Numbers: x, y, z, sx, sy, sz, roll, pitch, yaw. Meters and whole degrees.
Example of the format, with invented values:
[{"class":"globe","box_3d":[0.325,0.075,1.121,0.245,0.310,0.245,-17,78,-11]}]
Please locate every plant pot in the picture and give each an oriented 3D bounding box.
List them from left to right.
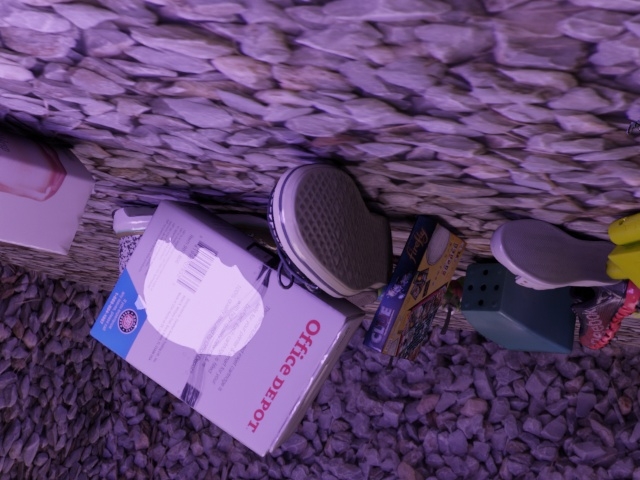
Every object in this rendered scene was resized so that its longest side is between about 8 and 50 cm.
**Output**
[{"class":"plant pot","box_3d":[0.415,0.132,1.777,0.234,0.165,0.166,24,162,-38]}]

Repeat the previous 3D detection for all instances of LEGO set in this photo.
[{"class":"LEGO set","box_3d":[0.348,-0.123,0.824,0.083,0.023,0.054,-5,172,-2]}]

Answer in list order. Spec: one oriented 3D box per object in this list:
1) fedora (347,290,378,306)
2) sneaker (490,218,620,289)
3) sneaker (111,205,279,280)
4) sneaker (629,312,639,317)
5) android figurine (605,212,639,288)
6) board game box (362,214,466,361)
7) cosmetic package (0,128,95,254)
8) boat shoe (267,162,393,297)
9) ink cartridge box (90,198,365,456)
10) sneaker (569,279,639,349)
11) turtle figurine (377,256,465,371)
[{"class":"fedora","box_3d":[0.031,0.087,1.661,0.244,0.124,0.275,-19,172,-15]},{"class":"sneaker","box_3d":[0.364,0.038,1.429,0.293,0.108,0.169,13,165,-32]},{"class":"sneaker","box_3d":[-0.224,0.040,1.657,0.410,0.182,0.158,4,170,9]},{"class":"sneaker","box_3d":[0.732,0.118,1.696,0.126,0.091,0.240,-1,180,-19]},{"class":"android figurine","box_3d":[0.537,0.056,1.221,0.248,0.056,0.273,45,167,-2]},{"class":"board game box","box_3d":[0.171,0.091,1.476,0.042,0.243,0.165,23,178,30]},{"class":"cosmetic package","box_3d":[-0.493,-0.092,1.168,0.296,0.129,0.153,16,-166,-40]},{"class":"boat shoe","box_3d":[0.000,0.000,1.297,0.156,0.186,0.500,-1,173,15]},{"class":"ink cartridge box","box_3d":[-0.162,0.148,1.482,0.395,0.285,0.166,32,-172,14]},{"class":"sneaker","box_3d":[0.572,0.136,1.714,0.135,0.097,0.276,16,149,7]},{"class":"turtle figurine","box_3d":[0.246,0.168,1.872,0.266,0.197,0.274,-6,-139,-36]}]
